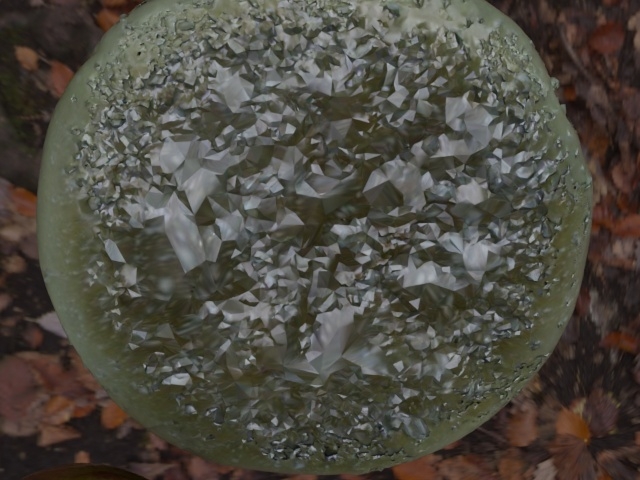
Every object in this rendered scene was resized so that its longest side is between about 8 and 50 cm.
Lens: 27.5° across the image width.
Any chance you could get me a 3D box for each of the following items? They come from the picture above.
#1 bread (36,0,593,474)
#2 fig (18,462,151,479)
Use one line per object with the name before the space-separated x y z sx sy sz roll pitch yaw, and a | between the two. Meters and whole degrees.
bread | 0.000 0.000 0.596 0.267 0.040 0.266 -2 113 -4
fig | -0.070 0.154 0.546 0.155 0.109 0.103 12 44 -17
